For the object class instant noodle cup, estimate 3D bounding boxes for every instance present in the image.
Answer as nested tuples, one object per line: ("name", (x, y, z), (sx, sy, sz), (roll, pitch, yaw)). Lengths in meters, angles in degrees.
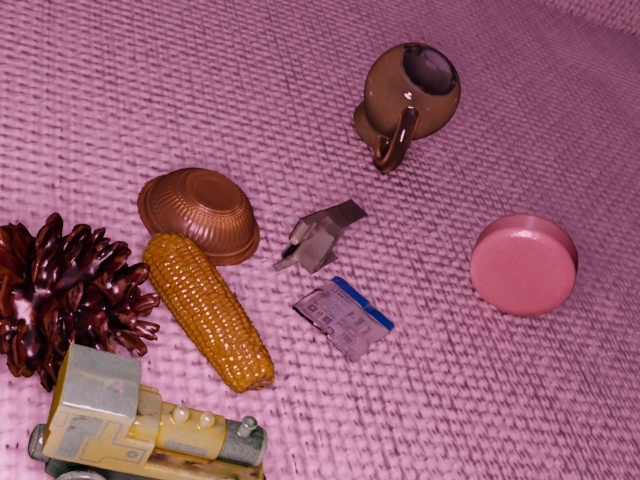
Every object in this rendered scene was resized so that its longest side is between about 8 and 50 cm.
("instant noodle cup", (-0.235, -0.074, 1.924), (0.274, 0.090, 0.274), (18, 40, -16))

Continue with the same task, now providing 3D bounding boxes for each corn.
("corn", (-0.206, 0.124, 1.704), (0.120, 0.120, 0.363), (-18, 61, -46))

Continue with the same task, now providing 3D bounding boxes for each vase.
("vase", (0.200, -0.315, 2.380), (0.241, 0.302, 0.329), (22, 56, -13))

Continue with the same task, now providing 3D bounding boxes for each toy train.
("toy train", (-0.233, 0.302, 1.385), (0.369, 0.237, 0.150), (17, 38, -19))

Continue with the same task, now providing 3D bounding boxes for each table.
("table", (0.000, 0.000, 1.958), (0.062, 0.146, 0.175), (45, 39, 16))

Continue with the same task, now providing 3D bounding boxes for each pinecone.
("pinecone", (-0.397, 0.096, 1.495), (0.296, 0.242, 0.298), (23, 32, -8))

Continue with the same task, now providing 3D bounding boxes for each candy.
("candy", (0.460, 0.060, 2.148), (0.255, 0.255, 0.094), (32, 36, 0))

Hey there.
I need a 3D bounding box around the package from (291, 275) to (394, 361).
("package", (0.050, 0.157, 1.920), (0.171, 0.027, 0.173), (40, 37, 15))
